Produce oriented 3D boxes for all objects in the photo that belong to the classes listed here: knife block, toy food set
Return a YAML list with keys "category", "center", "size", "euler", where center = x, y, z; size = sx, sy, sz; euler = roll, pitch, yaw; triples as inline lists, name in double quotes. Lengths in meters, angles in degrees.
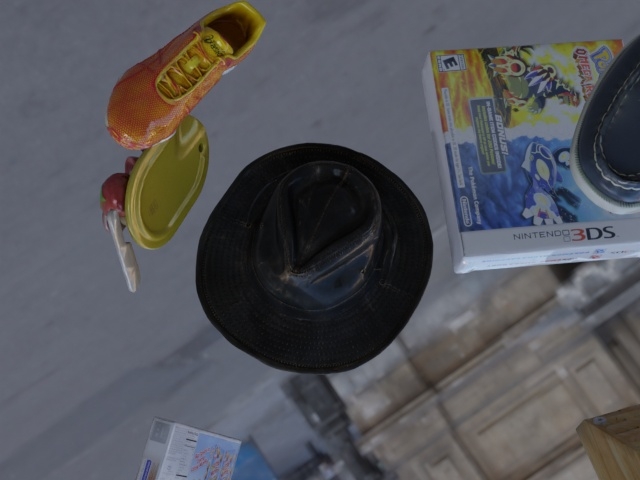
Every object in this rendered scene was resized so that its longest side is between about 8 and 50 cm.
- category: "knife block"
  center: [0.379, 0.324, 1.268]
  size: [0.088, 0.242, 0.275]
  euler: [-11, -163, -21]
- category: "toy food set"
  center: [-0.211, -0.062, 1.444]
  size: [0.218, 0.071, 0.128]
  euler: [-60, 150, -36]

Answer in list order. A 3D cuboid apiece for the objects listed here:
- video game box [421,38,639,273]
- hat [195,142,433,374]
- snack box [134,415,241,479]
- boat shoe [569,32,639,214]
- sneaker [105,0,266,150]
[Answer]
- category: "video game box"
  center: [0.198, -0.078, 1.107]
  size: [0.187, 0.205, 0.048]
  euler: [-4, 160, -9]
- category: "hat"
  center: [0.000, 0.000, 1.570]
  size: [0.331, 0.331, 0.134]
  euler: [-32, 165, -17]
- category: "snack box"
  center: [-0.109, 0.191, 1.043]
  size: [0.178, 0.022, 0.064]
  euler: [45, 59, -70]
- category: "boat shoe"
  center: [0.250, -0.115, 0.722]
  size: [0.254, 0.095, 0.079]
  euler: [-38, 175, -11]
- category: "sneaker"
  center: [-0.110, -0.138, 0.980]
  size: [0.175, 0.064, 0.067]
  euler: [-53, -171, -35]
